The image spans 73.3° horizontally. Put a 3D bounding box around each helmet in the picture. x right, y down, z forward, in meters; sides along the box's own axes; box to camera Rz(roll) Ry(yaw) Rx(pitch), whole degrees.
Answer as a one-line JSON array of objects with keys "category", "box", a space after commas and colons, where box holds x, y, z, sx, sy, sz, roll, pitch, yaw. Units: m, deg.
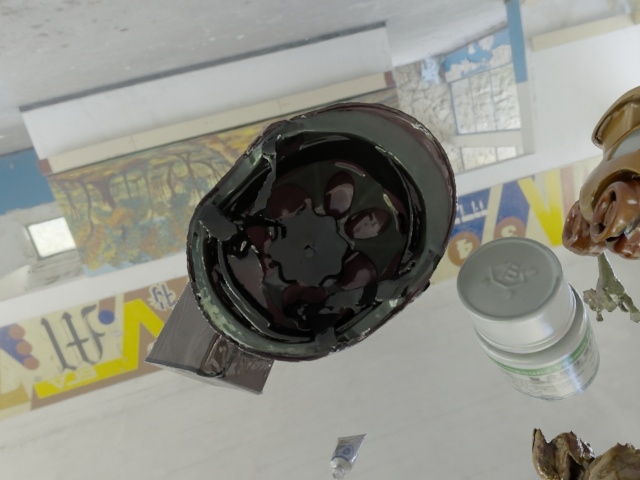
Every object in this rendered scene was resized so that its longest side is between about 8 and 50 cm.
[{"category": "helmet", "box": [0.000, 0.000, 0.566, 0.338, 0.271, 0.197, -45, 173, -12]}]

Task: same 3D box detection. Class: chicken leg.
[{"category": "chicken leg", "box": [0.551, 0.571, 0.938, 0.409, 0.182, 0.295, -49, -126, 10]}]

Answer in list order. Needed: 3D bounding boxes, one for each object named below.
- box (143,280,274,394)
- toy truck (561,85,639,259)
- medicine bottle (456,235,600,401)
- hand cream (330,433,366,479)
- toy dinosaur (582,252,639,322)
[{"category": "box", "box": [-0.164, 0.142, 0.800, 0.188, 0.153, 0.252, -5, -126, 41]}, {"category": "toy truck", "box": [0.440, -0.059, 0.531, 0.204, 0.212, 0.288, 16, 179, 14]}, {"category": "medicine bottle", "box": [0.271, 0.106, 0.556, 0.139, 0.237, 0.139, -22, -137, 22]}, {"category": "hand cream", "box": [0.062, 0.528, 1.066, 0.084, 0.053, 0.142, -18, -170, 22]}, {"category": "toy dinosaur", "box": [0.674, 0.094, 1.030, 0.072, 0.251, 0.200, -20, -155, 15]}]
